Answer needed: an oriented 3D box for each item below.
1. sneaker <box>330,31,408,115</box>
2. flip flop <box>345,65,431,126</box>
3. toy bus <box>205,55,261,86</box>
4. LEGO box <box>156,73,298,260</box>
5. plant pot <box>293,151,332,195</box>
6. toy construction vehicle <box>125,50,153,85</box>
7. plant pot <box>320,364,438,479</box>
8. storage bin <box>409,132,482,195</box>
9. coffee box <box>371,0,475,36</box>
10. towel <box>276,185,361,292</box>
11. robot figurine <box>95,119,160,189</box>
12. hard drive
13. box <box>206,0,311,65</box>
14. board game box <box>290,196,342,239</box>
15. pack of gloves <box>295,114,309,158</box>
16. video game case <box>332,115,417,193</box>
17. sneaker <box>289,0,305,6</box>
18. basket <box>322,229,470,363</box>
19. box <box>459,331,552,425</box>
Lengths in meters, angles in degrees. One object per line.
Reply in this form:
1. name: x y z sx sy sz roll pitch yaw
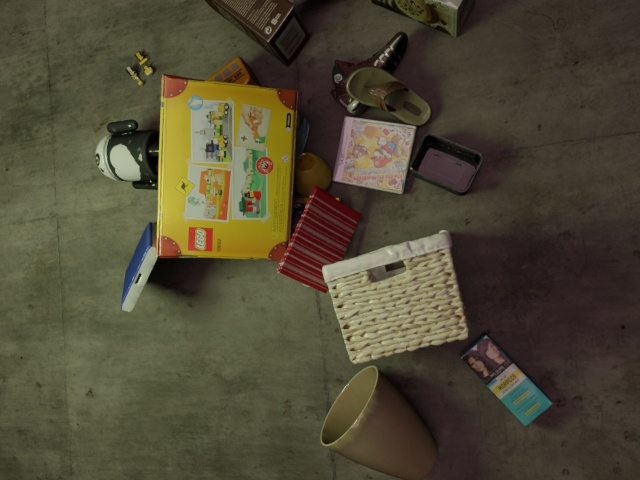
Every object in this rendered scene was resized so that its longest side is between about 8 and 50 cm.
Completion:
1. sneaker: 0.128 -0.540 1.397 0.162 0.106 0.281 39 98 16
2. flip flop: 0.205 -0.414 1.329 0.277 0.080 0.112 26 111 -14
3. toy bus: -0.358 -0.452 1.521 0.332 0.108 0.130 -32 80 12
4. LEGO box: -0.272 -0.197 1.350 0.372 0.193 0.500 3 95 -10
5. plant pot: -0.037 -0.218 1.411 0.134 0.095 0.134 -4 67 9
6. toy construction vehicle: -0.650 -0.619 1.650 0.086 0.035 0.098 -42 81 -1
7. plant pot: 0.185 0.539 1.286 0.274 0.256 0.256 38 98 -4
8. storage bin: 0.363 -0.219 1.329 0.180 0.084 0.122 26 95 15
9. coffee box: 0.291 -0.732 1.327 0.297 0.168 0.119 31 96 15
10. towel: 0.000 0.000 1.348 0.031 0.199 0.275 17 81 55
11. robot figurine: -0.622 -0.285 1.552 0.278 0.173 0.209 0 88 15
12. hard drive: -0.580 0.073 1.475 0.040 0.318 0.210 24 95 -25
13. box: -0.228 -0.746 1.457 0.381 0.191 0.143 39 98 12
14. board game box: -0.020 -0.067 1.446 0.170 0.048 0.141 3 87 15
15. pack of gloves: -0.149 -0.316 1.492 0.195 0.046 0.232 16 92 14
16. video game case: 0.164 -0.264 1.406 0.227 0.026 0.206 12 96 15
17. sneaker: 0.015 -0.812 1.408 0.297 0.111 0.129 -42 87 -9
18. basket: 0.217 0.139 1.230 0.328 0.331 0.266 -16 86 14
19. box: 0.514 0.382 1.276 0.100 0.060 0.244 -45 78 9
